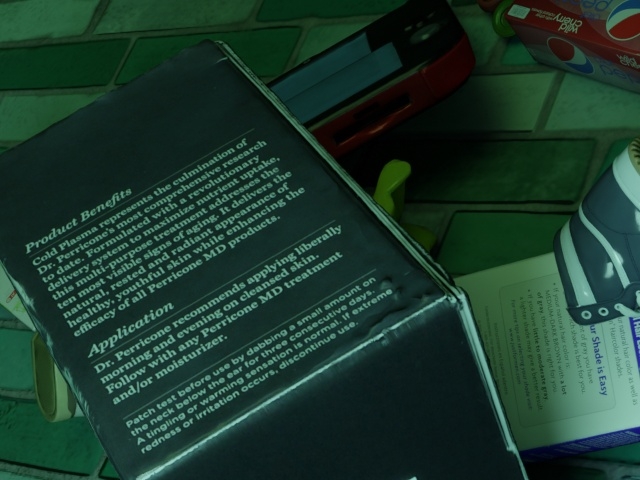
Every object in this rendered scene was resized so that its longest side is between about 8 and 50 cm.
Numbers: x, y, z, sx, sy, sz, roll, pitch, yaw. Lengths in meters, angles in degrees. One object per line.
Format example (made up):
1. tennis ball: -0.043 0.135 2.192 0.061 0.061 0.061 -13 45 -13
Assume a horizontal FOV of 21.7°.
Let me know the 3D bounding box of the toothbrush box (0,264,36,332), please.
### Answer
1. toothbrush box: -0.337 0.015 2.173 0.206 0.122 0.283 -50 43 -8

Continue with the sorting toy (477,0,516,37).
1. sorting toy: 0.234 -0.286 2.045 0.061 0.042 0.102 -45 51 21

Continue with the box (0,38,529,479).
1. box: -0.044 0.154 1.516 0.297 0.480 0.472 -29 40 -8

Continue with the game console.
1. game console: -0.004 -0.170 2.007 0.386 0.060 0.342 -29 22 7

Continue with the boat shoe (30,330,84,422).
1. boat shoe: -0.283 0.063 1.985 0.113 0.103 0.302 31 122 54

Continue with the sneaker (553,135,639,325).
1. sneaker: 0.322 0.060 1.454 0.282 0.099 0.153 51 126 12

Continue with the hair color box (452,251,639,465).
1. hair color box: 0.301 0.091 1.576 0.339 0.110 0.185 -16 71 29

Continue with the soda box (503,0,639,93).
1. soda box: 0.335 -0.228 1.868 0.263 0.092 0.083 27 75 47

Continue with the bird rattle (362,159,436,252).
1. bird rattle: 0.000 0.000 1.901 0.253 0.143 0.207 -18 19 2
